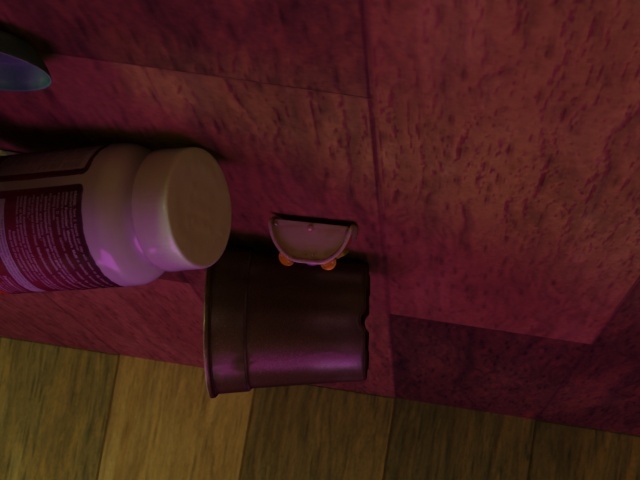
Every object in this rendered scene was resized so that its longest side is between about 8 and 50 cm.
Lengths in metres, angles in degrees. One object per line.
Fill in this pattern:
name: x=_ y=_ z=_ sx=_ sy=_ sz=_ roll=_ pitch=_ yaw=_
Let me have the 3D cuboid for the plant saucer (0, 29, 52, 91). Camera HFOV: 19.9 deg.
plant saucer: x=-0.244 y=-0.131 z=1.266 sx=0.119 sy=0.021 sz=0.119 roll=9 pitch=170 yaw=2

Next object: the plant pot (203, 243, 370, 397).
plant pot: x=-0.032 y=0.082 z=1.898 sx=0.165 sy=0.167 sz=0.167 roll=0 pitch=169 yaw=3

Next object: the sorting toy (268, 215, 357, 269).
sorting toy: x=0.000 y=0.000 z=1.742 sx=0.083 sy=0.045 sz=0.075 roll=6 pitch=-172 yaw=18

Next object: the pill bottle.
pill bottle: x=-0.194 y=-0.019 z=1.531 sx=0.221 sy=0.121 sz=0.121 roll=-4 pitch=165 yaw=28

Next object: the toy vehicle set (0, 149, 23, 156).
toy vehicle set: x=-0.290 y=-0.050 z=1.711 sx=0.267 sy=0.035 sz=0.166 roll=10 pitch=170 yaw=-1
